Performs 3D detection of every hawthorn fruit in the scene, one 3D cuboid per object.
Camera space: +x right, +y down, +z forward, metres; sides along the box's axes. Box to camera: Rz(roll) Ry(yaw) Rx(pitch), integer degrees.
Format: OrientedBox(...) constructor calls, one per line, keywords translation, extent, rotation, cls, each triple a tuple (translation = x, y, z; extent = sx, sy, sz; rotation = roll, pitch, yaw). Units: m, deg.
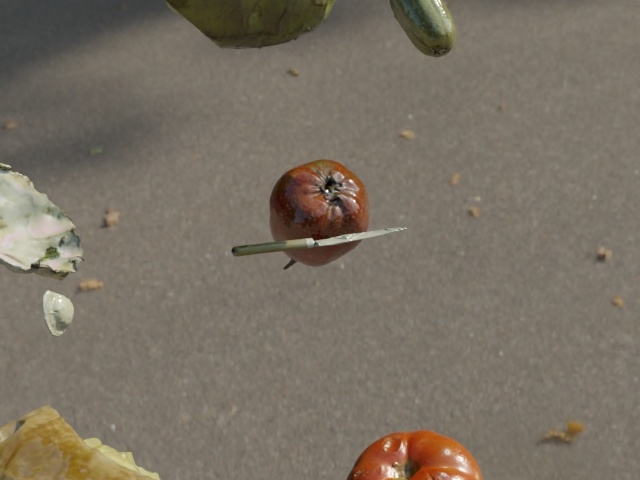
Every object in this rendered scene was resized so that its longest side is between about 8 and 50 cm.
OrientedBox(translation=(-0.016, -0.036, 2.128), extent=(0.210, 0.262, 0.211), rotation=(13, 49, -16), cls="hawthorn fruit")

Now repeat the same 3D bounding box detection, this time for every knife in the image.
OrientedBox(translation=(0.000, 0.003, 1.735), extent=(0.297, 0.017, 0.047), rotation=(-7, 7, -14), cls="knife")

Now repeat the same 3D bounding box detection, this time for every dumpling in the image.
OrientedBox(translation=(-0.387, 0.111, 1.529), extent=(0.043, 0.077, 0.060), rotation=(14, 55, -5), cls="dumpling")

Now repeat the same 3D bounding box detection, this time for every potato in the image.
OrientedBox(translation=(-0.105, -0.314, 1.238), extent=(0.298, 0.176, 0.141), rotation=(2, 32, -41), cls="potato")

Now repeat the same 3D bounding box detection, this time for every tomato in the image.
OrientedBox(translation=(0.173, 0.471, 1.907), extent=(0.259, 0.180, 0.260), rotation=(-17, 32, 11), cls="tomato")

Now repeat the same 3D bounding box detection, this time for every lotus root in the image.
OrientedBox(translation=(0.160, -0.382, 1.698), extent=(0.077, 0.090, 0.183), rotation=(-27, 71, -7), cls="lotus root")

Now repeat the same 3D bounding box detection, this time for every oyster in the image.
OrientedBox(translation=(-0.318, -0.017, 0.953), extent=(0.209, 0.072, 0.133), rotation=(22, 33, -18), cls="oyster")

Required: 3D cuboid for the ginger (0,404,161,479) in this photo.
OrientedBox(translation=(-0.173, 0.244, 0.678), extent=(0.221, 0.130, 0.276), rotation=(-5, 74, -16), cls="ginger")
